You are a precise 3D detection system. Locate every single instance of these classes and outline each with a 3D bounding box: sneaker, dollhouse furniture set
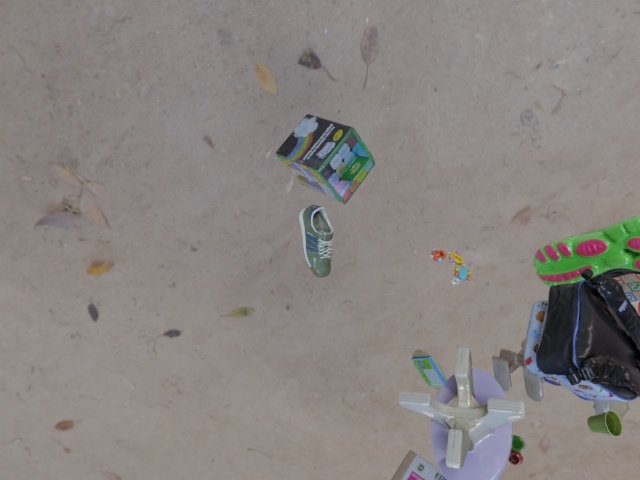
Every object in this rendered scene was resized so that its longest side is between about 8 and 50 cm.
[{"bbox_3d":[0.849,0.019,1.324,0.483,0.202,0.185,-11,93,47],"label":"sneaker"},{"bbox_3d":[0.000,0.000,1.231,0.086,0.064,0.192,-17,86,54],"label":"sneaker"},{"bbox_3d":[0.960,0.535,1.888,0.394,0.362,0.256,6,114,54],"label":"dollhouse furniture set"}]

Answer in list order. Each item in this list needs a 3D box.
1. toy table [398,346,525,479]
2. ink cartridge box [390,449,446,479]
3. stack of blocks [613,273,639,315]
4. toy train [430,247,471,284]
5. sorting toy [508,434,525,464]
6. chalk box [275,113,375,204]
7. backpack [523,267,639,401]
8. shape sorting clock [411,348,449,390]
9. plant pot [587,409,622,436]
[{"bbox_3d":[0.311,0.377,1.034,0.252,0.274,0.160,-13,134,19],"label":"toy table"},{"bbox_3d":[0.341,0.826,1.533,0.235,0.193,0.088,20,154,42],"label":"ink cartridge box"},{"bbox_3d":[0.953,0.133,1.545,0.171,0.297,0.087,-10,120,10],"label":"stack of blocks"},{"bbox_3d":[0.481,0.097,1.775,0.125,0.166,0.046,-14,148,-23],"label":"toy train"},{"bbox_3d":[0.598,0.636,1.471,0.061,0.042,0.101,11,105,34],"label":"sorting toy"},{"bbox_3d":[0.038,-0.248,1.498,0.180,0.289,0.179,-52,138,-8],"label":"chalk box"},{"bbox_3d":[0.628,0.253,1.125,0.263,0.276,0.213,32,156,-14],"label":"backpack"},{"bbox_3d":[0.471,0.552,2.039,0.206,0.040,0.206,37,144,33],"label":"shape sorting clock"},{"bbox_3d":[0.943,0.613,1.597,0.083,0.083,0.079,30,148,-13],"label":"plant pot"}]
